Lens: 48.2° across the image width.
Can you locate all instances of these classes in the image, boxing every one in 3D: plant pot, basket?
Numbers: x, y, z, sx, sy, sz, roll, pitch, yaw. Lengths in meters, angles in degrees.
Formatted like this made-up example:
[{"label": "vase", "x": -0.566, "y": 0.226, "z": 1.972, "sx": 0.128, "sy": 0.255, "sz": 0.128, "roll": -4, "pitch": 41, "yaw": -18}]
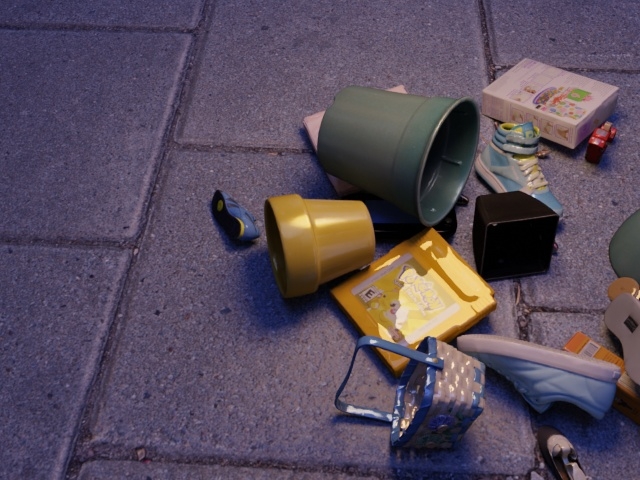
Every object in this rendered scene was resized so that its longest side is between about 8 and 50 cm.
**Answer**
[{"label": "plant pot", "x": 0.193, "y": -0.247, "z": 1.882, "sx": 0.334, "sy": 0.341, "sz": 0.341, "roll": 21, "pitch": 53, "yaw": 28}, {"label": "plant pot", "x": 0.486, "y": -0.029, "z": 1.860, "sx": 0.188, "sy": 0.188, "sz": 0.167, "roll": -8, "pitch": 39, "yaw": -6}, {"label": "plant pot", "x": 0.000, "y": 0.000, "z": 1.791, "sx": 0.239, "sy": 0.254, "sz": 0.254, "roll": -10, "pitch": 51, "yaw": -13}, {"label": "plant pot", "x": 0.912, "y": -0.003, "z": 1.817, "sx": 0.290, "sy": 0.195, "sz": 0.290, "roll": 0, "pitch": 50, "yaw": 0}, {"label": "basket", "x": 0.191, "y": 0.317, "z": 1.523, "sx": 0.289, "sy": 0.254, "sz": 0.201, "roll": 17, "pitch": 45, "yaw": 2}]

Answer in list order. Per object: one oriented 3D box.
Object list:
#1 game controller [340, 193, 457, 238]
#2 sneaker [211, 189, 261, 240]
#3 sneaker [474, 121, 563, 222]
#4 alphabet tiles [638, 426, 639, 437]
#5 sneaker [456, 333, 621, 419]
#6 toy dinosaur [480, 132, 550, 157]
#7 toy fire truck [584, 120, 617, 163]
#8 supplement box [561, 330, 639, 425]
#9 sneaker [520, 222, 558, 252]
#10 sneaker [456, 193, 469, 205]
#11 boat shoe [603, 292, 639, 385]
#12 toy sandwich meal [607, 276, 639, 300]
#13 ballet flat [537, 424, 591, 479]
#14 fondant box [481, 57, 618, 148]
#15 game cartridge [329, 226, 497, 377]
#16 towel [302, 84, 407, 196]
[{"label": "game controller", "x": 0.211, "y": -0.069, "z": 1.960, "sx": 0.319, "sy": 0.067, "sz": 0.166, "roll": 1, "pitch": 51, "yaw": 0}, {"label": "sneaker", "x": -0.233, "y": -0.066, "z": 1.973, "sx": 0.082, "sy": 0.069, "sz": 0.209, "roll": 5, "pitch": 31, "yaw": -39}, {"label": "sneaker", "x": 0.571, "y": -0.201, "z": 1.964, "sx": 0.127, "sy": 0.208, "sz": 0.319, "roll": -16, "pitch": 50, "yaw": -35}, {"label": "alphabet tiles", "x": 0.790, "y": 0.517, "z": 1.510, "sx": 0.198, "sy": 0.009, "sz": 0.237, "roll": 6, "pitch": 50, "yaw": 5}, {"label": "sneaker", "x": 0.471, "y": 0.308, "z": 1.611, "sx": 0.366, "sy": 0.135, "sz": 0.150, "roll": 11, "pitch": 88, "yaw": 33}, {"label": "toy dinosaur", "x": 0.574, "y": -0.254, "z": 2.124, "sx": 0.212, "sy": 0.064, "sz": 0.112, "roll": 11, "pitch": 33, "yaw": -3}, {"label": "toy fire truck", "x": 0.827, "y": -0.299, "z": 2.098, "sx": 0.047, "sy": 0.192, "sz": 0.135, "roll": 26, "pitch": 84, "yaw": 21}, {"label": "supplement box", "x": 0.662, "y": 0.314, "z": 1.635, "sx": 0.080, "sy": 0.078, "sz": 0.233, "roll": -35, "pitch": 59, "yaw": -29}, {"label": "sneaker", "x": 0.601, "y": -0.016, "z": 1.931, "sx": 0.057, "sy": 0.047, "sz": 0.119, "roll": -23, "pitch": 55, "yaw": -32}, {"label": "sneaker", "x": 0.375, "y": -0.136, "z": 2.030, "sx": 0.109, "sy": 0.040, "sz": 0.043, "roll": 26, "pitch": 53, "yaw": 20}, {"label": "boat shoe", "x": 0.757, "y": 0.252, "z": 1.595, "sx": 0.156, "sy": 0.136, "sz": 0.367, "roll": 32, "pitch": 17, "yaw": -5}, {"label": "toy sandwich meal", "x": 0.772, "y": 0.131, "z": 1.810, "sx": 0.086, "sy": 0.029, "sz": 0.085, "roll": -25, "pitch": 42, "yaw": 25}, {"label": "ballet flat", "x": 0.523, "y": 0.471, "z": 1.511, "sx": 0.074, "sy": 0.074, "sz": 0.203, "roll": -9, "pitch": 51, "yaw": -7}, {"label": "fondant box", "x": 0.700, "y": -0.429, "z": 2.200, "sx": 0.238, "sy": 0.096, "sz": 0.330, "roll": -38, "pitch": 48, "yaw": -26}, {"label": "game cartridge", "x": 0.231, "y": 0.140, "z": 1.767, "sx": 0.324, "sy": 0.052, "sz": 0.285, "roll": -33, "pitch": 57, "yaw": -11}, {"label": "towel", "x": 0.149, "y": -0.300, "z": 2.122, "sx": 0.332, "sy": 0.053, "sz": 0.317, "roll": -19, "pitch": 59, "yaw": -5}]
